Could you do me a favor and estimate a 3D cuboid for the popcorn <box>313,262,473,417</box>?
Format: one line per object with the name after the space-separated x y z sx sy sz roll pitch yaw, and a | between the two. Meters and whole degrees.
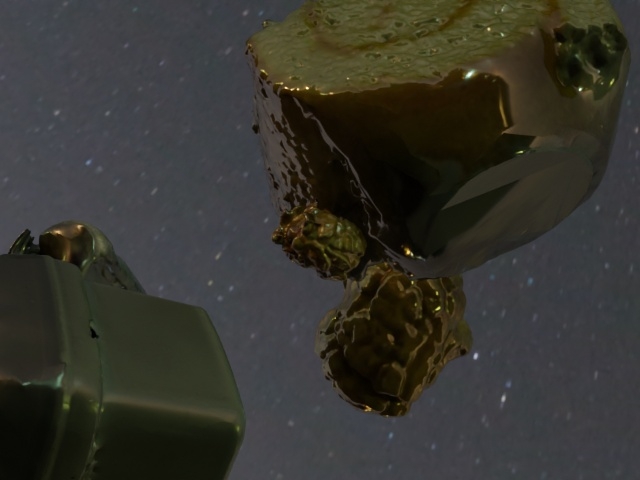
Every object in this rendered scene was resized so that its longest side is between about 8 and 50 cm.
0.108 0.111 1.481 0.203 0.226 0.200 26 -42 -29 | popcorn

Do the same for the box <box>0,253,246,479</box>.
-0.132 0.123 0.589 0.129 0.148 0.210 12 -66 -24 | box

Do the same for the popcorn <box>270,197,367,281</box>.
0.000 0.000 1.016 0.082 0.057 0.083 32 -7 30 | popcorn

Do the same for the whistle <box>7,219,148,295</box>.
-0.137 0.076 0.853 0.067 0.057 0.326 9 -22 14 | whistle

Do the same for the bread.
0.148 -0.120 1.120 0.395 0.264 0.239 -24 -45 -18 | bread
